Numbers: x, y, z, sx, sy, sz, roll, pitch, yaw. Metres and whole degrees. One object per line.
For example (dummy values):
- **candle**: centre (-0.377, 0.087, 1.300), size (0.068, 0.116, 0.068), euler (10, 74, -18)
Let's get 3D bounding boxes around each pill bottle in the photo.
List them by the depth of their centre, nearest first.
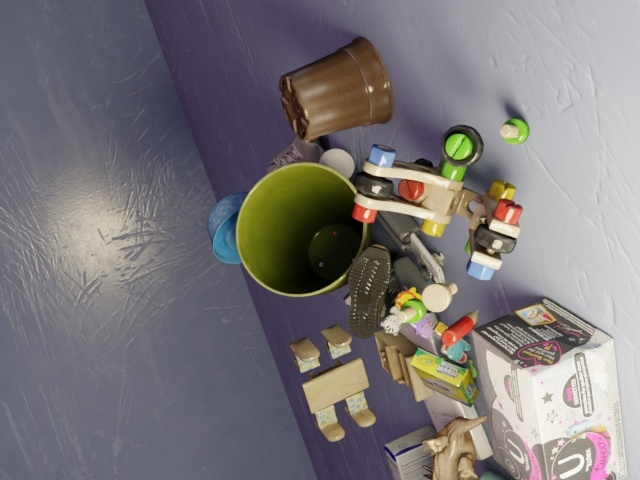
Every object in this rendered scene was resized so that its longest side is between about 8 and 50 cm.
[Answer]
- **pill bottle**: centre (0.025, -0.142, 1.937), size (0.078, 0.078, 0.137), euler (65, 164, 12)

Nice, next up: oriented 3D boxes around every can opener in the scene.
- **can opener**: centre (0.151, -0.006, 1.683), size (0.074, 0.093, 0.280), euler (80, 164, -52)

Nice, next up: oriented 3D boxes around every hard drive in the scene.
- **hard drive**: centre (0.250, 0.302, 1.845), size (0.307, 0.040, 0.203), euler (68, 165, 3)

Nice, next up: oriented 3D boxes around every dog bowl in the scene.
- **dog bowl**: centre (-0.125, -0.039, 2.000), size (0.074, 0.297, 0.165), euler (51, 133, 37)

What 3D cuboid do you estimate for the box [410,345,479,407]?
- **box**: centre (0.234, 0.255, 1.652), size (0.105, 0.043, 0.179), euler (23, 162, 27)

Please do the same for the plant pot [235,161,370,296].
- **plant pot**: centre (0.000, 0.000, 1.898), size (0.274, 0.275, 0.293), euler (64, -169, 16)

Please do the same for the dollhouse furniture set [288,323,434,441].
- **dollhouse furniture set**: centre (0.087, 0.293, 1.849), size (0.161, 0.242, 0.212), euler (36, 146, 62)

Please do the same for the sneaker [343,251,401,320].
- **sneaker**: centre (0.141, 0.106, 1.888), size (0.108, 0.100, 0.271), euler (43, 159, 2)

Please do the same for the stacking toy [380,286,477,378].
- **stacking toy**: centre (0.217, 0.180, 1.617), size (0.221, 0.052, 0.167), euler (35, 162, 4)

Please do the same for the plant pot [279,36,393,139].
- **plant pot**: centre (0.022, -0.267, 1.616), size (0.167, 0.165, 0.167), euler (58, 163, 31)

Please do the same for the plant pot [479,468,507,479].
- **plant pot**: centre (0.335, 0.591, 1.593), size (0.196, 0.290, 0.290), euler (22, 144, 19)

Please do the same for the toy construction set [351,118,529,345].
- **toy construction set**: centre (0.204, -0.020, 1.320), size (0.237, 0.258, 0.308), euler (-16, -76, -63)

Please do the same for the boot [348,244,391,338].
- **boot**: centre (0.104, 0.071, 1.691), size (0.077, 0.137, 0.197), euler (20, 122, 11)

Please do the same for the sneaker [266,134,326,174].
- **sneaker**: centre (-0.063, -0.186, 2.094), size (0.099, 0.121, 0.262), euler (65, 164, 11)

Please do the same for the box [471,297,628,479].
- **box**: centre (0.334, 0.240, 1.285), size (0.163, 0.142, 0.247), euler (40, 149, 61)

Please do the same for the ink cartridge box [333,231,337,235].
- **ink cartridge box**: centre (0.048, -0.015, 2.121), size (0.115, 0.029, 0.063), euler (67, 165, 2)

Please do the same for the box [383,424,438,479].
- **box**: centre (0.230, 0.519, 2.042), size (0.072, 0.126, 0.137), euler (-147, 39, -67)

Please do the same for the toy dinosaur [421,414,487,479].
- **toy dinosaur**: centre (0.260, 0.432, 1.727), size (0.127, 0.200, 0.295), euler (18, 111, 17)
